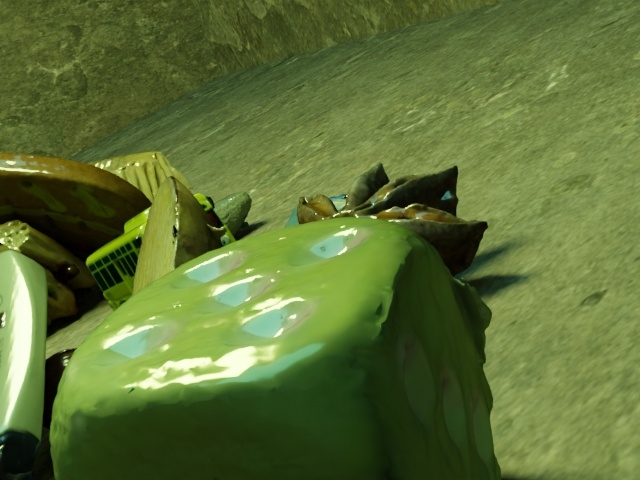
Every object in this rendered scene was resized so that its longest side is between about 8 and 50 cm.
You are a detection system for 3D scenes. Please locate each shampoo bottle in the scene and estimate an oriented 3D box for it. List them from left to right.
[{"bbox_3d":[-0.360,0.162,1.086,0.134,0.078,0.359,-36,40,20],"label":"shampoo bottle"}]

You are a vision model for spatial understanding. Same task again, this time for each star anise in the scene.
[{"bbox_3d":[0.047,0.020,1.157,0.332,0.117,0.331,-20,37,16],"label":"star anise"}]

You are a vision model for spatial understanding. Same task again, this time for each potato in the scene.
[{"bbox_3d":[-0.157,0.071,1.140,0.116,0.299,0.239,8,-31,-15],"label":"potato"}]

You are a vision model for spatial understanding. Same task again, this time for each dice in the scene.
[{"bbox_3d":[-0.015,0.143,0.693,0.254,0.252,0.250,-11,22,27],"label":"dice"}]

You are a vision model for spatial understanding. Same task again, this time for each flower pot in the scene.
[{"bbox_3d":[-0.279,0.192,1.125,0.111,0.111,0.089,-28,29,-16],"label":"flower pot"}]

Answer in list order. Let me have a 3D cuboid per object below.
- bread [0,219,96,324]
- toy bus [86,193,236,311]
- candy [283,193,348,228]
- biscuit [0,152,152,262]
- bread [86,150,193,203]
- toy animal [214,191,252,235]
[{"bbox_3d":[-0.599,0.067,1.577,0.314,0.370,0.191,-12,58,39],"label":"bread"},{"bbox_3d":[-0.226,0.030,1.385,0.128,0.150,0.262,-33,6,-32],"label":"toy bus"},{"bbox_3d":[0.000,0.000,1.375,0.187,0.077,0.331,-8,26,22],"label":"candy"},{"bbox_3d":[-0.472,-0.030,1.644,0.394,0.350,0.070,1,61,9],"label":"biscuit"},{"bbox_3d":[-0.435,-0.076,1.999,0.236,0.183,0.389,-14,5,-30],"label":"bread"},{"bbox_3d":[-0.221,0.002,1.677,0.253,0.070,0.079,-36,-13,2],"label":"toy animal"}]
